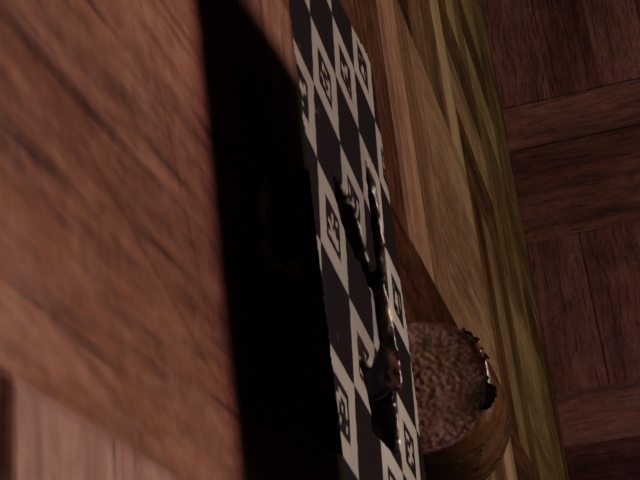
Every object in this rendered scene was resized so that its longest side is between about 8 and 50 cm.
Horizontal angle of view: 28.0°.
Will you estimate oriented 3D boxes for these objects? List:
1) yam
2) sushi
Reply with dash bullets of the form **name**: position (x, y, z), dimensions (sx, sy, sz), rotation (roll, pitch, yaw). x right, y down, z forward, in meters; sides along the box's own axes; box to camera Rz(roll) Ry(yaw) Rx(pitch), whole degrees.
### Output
- **yam**: position (0.065, 0.096, 0.719), dimensions (0.127, 0.084, 0.084), rotation (52, 28, -67)
- **sushi**: position (0.000, 0.000, 0.606), dimensions (0.192, 0.043, 0.279), rotation (50, 30, -65)
